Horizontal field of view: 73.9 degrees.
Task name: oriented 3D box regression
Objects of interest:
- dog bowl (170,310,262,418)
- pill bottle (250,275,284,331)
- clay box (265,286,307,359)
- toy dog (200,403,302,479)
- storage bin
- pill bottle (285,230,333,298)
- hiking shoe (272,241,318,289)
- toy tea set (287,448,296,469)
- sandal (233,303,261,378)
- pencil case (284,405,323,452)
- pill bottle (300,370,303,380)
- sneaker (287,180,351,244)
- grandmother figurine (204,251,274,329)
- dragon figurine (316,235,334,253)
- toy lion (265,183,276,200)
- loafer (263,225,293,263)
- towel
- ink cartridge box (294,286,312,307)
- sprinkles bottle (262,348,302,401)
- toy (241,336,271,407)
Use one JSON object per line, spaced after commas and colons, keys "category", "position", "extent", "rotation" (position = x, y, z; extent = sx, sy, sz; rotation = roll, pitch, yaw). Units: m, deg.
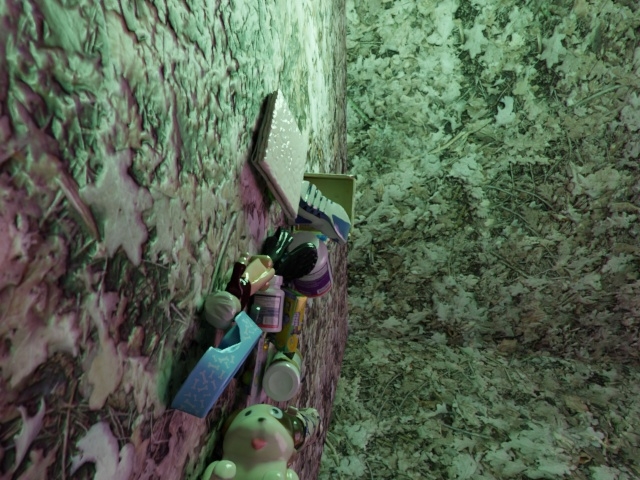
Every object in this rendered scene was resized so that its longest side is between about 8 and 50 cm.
{"category": "dog bowl", "position": [-0.230, 0.289, 1.000], "extent": [0.166, 0.074, 0.297], "rotation": [-58, 177, 27]}
{"category": "pill bottle", "position": [-0.173, 0.205, 1.398], "extent": [0.108, 0.108, 0.180], "rotation": [41, 54, -76]}
{"category": "clay box", "position": [-0.121, 0.281, 1.448], "extent": [0.053, 0.127, 0.222], "rotation": [10, 93, -37]}
{"category": "toy dog", "position": [-0.168, 0.659, 1.145], "extent": [0.395, 0.284, 0.408], "rotation": [72, 23, -64]}
{"category": "storage bin", "position": [0.020, -0.155, 1.869], "extent": [0.123, 0.260, 0.262], "rotation": [-30, 123, -86]}
{"category": "pill bottle", "position": [-0.049, 0.102, 1.810], "extent": [0.323, 0.181, 0.182], "rotation": [78, 19, -55]}
{"category": "hiking shoe", "position": [-0.110, 0.077, 1.498], "extent": [0.304, 0.113, 0.132], "rotation": [-46, -144, 43]}
{"category": "toy tea set", "position": [-0.192, 0.856, 1.597], "extent": [0.200, 0.124, 0.336], "rotation": [-22, 123, -42]}
{"category": "sandal", "position": [-0.225, 0.284, 1.220], "extent": [0.097, 0.054, 0.255], "rotation": [-85, -168, -65]}
{"category": "pencil case", "position": [-0.095, 0.824, 1.871], "extent": [0.184, 0.159, 0.410], "rotation": [-62, 162, -12]}
{"category": "pill bottle", "position": [-0.124, 0.573, 1.850], "extent": [0.137, 0.078, 0.078], "rotation": [74, 22, -59]}
{"category": "sneaker", "position": [-0.031, -0.103, 1.748], "extent": [0.315, 0.182, 0.127], "rotation": [42, 50, -28]}
{"category": "grandmother figurine", "position": [-0.216, 0.135, 1.169], "extent": [0.342, 0.104, 0.208], "rotation": [-58, 150, -70]}
{"category": "dragon figurine", "position": [0.000, 0.000, 2.270], "extent": [0.289, 0.144, 0.085], "rotation": [-63, 162, -17]}
{"category": "toy lion", "position": [-0.166, -0.181, 1.513], "extent": [0.100, 0.034, 0.096], "rotation": [-68, 166, -58]}
{"category": "loafer", "position": [-0.167, 0.024, 1.493], "extent": [0.078, 0.076, 0.223], "rotation": [52, 34, -14]}
{"category": "towel", "position": [-0.129, -0.291, 1.468], "extent": [0.317, 0.053, 0.332], "rotation": [60, 32, -54]}
{"category": "ink cartridge box", "position": [-0.078, 0.246, 2.016], "extent": [0.150, 0.063, 0.109], "rotation": [72, 24, -63]}
{"category": "sprinkles bottle", "position": [-0.127, 0.463, 1.520], "extent": [0.355, 0.121, 0.121], "rotation": [98, -3, -86]}
{"category": "toy", "position": [-0.216, 0.428, 1.373], "extent": [0.137, 0.056, 0.237], "rotation": [52, 50, -77]}
